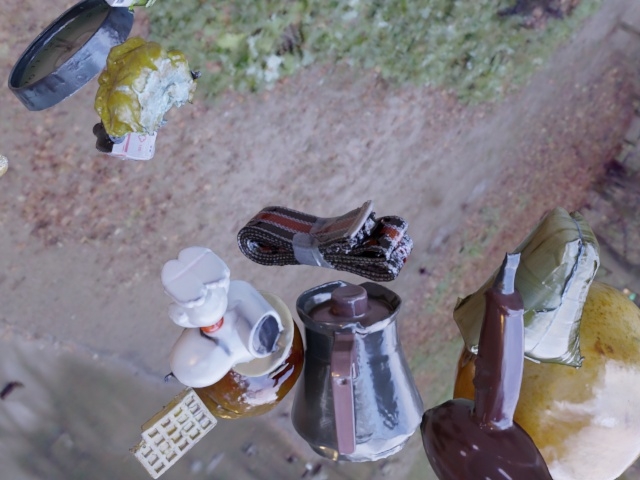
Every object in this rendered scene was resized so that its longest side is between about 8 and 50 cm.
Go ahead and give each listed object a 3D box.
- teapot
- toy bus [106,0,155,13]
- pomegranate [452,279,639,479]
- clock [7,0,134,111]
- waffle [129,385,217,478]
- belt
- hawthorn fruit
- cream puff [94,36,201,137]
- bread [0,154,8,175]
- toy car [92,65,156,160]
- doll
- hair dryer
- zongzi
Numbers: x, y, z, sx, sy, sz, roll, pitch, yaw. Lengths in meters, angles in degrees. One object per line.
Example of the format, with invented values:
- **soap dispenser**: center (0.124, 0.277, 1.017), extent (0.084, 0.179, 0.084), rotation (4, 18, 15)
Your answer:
- **teapot**: center (0.067, 0.293, 1.822), extent (0.376, 0.305, 0.362), rotation (-69, 154, -70)
- **toy bus**: center (-0.446, -0.604, 1.657), extent (0.113, 0.302, 0.139), rotation (-43, 178, 30)
- **pomegranate**: center (0.451, 0.263, 1.541), extent (0.417, 0.416, 0.417), rotation (-47, 159, -24)
- **clock**: center (-0.552, -0.420, 1.815), extent (0.319, 0.319, 0.066), rotation (-51, 127, -13)
- **waffle**: center (-0.233, 0.301, 1.293), extent (0.135, 0.021, 0.092), rotation (-40, 124, -20)
- **belt**: center (0.000, 0.000, 1.474), extent (0.094, 0.359, 0.126), rotation (-57, 131, -30)
- **hawthorn fruit**: center (-0.163, 0.234, 1.767), extent (0.267, 0.268, 0.301), rotation (-41, 176, -38)
- **cream puff**: center (-0.259, -0.217, 1.158), extent (0.156, 0.156, 0.121), rotation (-46, 134, -27)
- **bread**: center (-0.696, -0.146, 1.735), extent (0.083, 0.035, 0.070), rotation (-37, -179, -23)
- **toy car**: center (-0.355, -0.256, 1.565), extent (0.108, 0.089, 0.210), rotation (10, 94, -38)
- **doll**: center (-0.128, 0.107, 1.189), extent (0.208, 0.144, 0.271), rotation (-28, 146, -32)
- **hair dryer**: center (0.237, 0.186, 0.970), extent (0.123, 0.312, 0.341), rotation (-5, 107, -26)
- **zongzi**: center (0.345, 0.085, 1.141), extent (0.228, 0.256, 0.115), rotation (-52, -150, 30)
